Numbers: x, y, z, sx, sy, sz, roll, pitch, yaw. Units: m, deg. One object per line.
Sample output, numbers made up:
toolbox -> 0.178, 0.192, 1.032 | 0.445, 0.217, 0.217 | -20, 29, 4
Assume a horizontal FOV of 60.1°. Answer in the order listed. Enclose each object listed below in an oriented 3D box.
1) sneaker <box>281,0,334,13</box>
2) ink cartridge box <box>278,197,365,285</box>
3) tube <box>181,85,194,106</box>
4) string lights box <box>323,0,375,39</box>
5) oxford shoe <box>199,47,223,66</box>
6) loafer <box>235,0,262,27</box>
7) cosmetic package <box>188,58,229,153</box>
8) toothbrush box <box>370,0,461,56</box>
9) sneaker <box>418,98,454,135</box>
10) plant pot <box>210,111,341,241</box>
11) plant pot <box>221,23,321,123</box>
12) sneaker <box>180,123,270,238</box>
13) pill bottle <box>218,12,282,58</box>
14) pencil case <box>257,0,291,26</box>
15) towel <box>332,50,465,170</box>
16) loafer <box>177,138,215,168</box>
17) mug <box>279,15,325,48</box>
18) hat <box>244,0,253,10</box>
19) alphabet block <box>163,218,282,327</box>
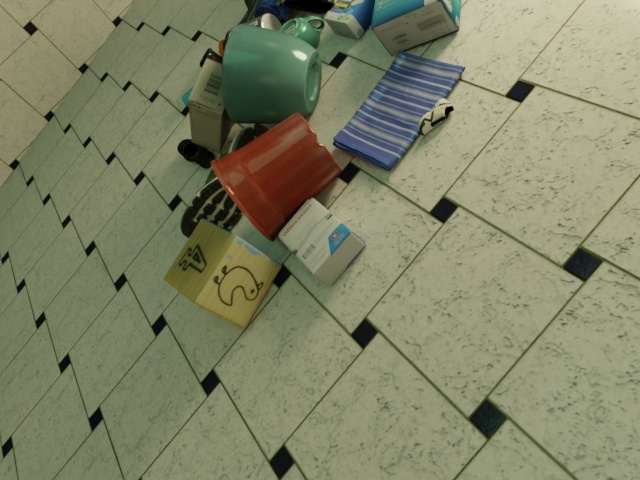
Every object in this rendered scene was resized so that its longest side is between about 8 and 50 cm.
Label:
sneaker -> 0.046, -0.937, 1.923 | 0.447, 0.169, 0.258 | -24, 86, 0
ink cartridge box -> 0.000, 0.000, 1.389 | 0.140, 0.082, 0.190 | -49, 43, 3
tube -> -0.450, -0.597, 2.146 | 0.207, 0.080, 0.052 | -31, 79, 25
string lights box -> 0.143, -0.774, 1.762 | 0.260, 0.076, 0.133 | -53, 43, -1
oxford shoe -> -0.420, -0.700, 2.182 | 0.083, 0.096, 0.227 | -58, 24, 13
loafer -> -0.242, -0.897, 2.111 | 0.084, 0.096, 0.268 | 28, 93, 16
cosmetic package -> -0.345, -0.426, 1.795 | 0.309, 0.113, 0.160 | 129, 161, -71
toothbrush box -> 0.279, -0.703, 1.571 | 0.216, 0.126, 0.296 | -11, 58, 36
sneaker -> 0.287, -0.305, 1.377 | 0.109, 0.040, 0.044 | -50, 46, 3
plant pot -> -0.104, -0.184, 1.480 | 0.265, 0.272, 0.272 | -37, 46, 5
plant pot -> -0.130, -0.486, 1.667 | 0.235, 0.293, 0.293 | 10, 68, 13
sneaker -> -0.298, -0.178, 1.729 | 0.410, 0.158, 0.182 | -55, 28, -8
pill bottle -> -0.260, -0.728, 2.026 | 0.245, 0.130, 0.131 | -7, 60, 37
pencil case -> -0.120, -0.934, 2.045 | 0.306, 0.119, 0.133 | -63, 16, -11
towel -> 0.199, -0.355, 1.482 | 0.336, 0.040, 0.243 | -54, 45, -2
loafer -> -0.453, -0.324, 1.965 | 0.220, 0.078, 0.080 | 27, 82, 45
mug -> -0.075, -0.699, 1.878 | 0.129, 0.097, 0.158 | 17, 76, 44
hat -> -0.281, -0.984, 2.165 | 0.173, 0.183, 0.209 | 10, 70, 42
alphabet block -> -0.260, 0.085, 1.473 | 0.193, 0.192, 0.197 | 23, 80, 47
